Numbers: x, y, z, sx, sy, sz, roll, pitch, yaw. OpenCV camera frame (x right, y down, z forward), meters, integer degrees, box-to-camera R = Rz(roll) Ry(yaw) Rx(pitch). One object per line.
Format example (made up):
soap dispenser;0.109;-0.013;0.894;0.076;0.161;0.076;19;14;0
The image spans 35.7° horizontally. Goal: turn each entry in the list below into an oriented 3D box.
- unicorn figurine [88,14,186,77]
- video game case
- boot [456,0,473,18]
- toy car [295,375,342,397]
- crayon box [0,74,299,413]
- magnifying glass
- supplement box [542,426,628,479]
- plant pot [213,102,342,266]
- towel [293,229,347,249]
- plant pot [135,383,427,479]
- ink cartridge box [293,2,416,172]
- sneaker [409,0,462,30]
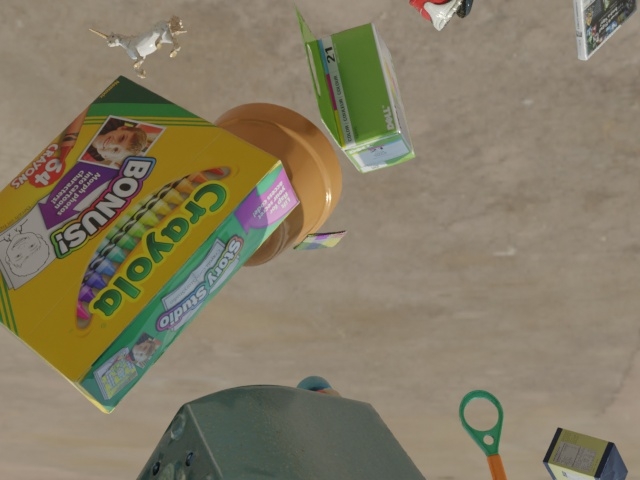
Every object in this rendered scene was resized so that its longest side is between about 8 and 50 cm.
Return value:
unicorn figurine;-0.301;-0.333;1.685;0.161;0.111;0.060;-20;139;1
video game case;0.496;-0.436;1.732;0.022;0.190;0.173;19;140;39
boot;0.346;-0.562;2.203;0.099;0.045;0.121;-31;141;-22
toy car;-0.061;0.377;1.732;0.237;0.210;0.219;-10;-159;-13
crayon box;-0.263;-0.011;1.273;0.313;0.363;0.106;29;159;33
magnifying glass;0.345;0.415;2.022;0.092;0.231;0.026;-10;154;-5
supplement box;0.358;0.305;1.340;0.083;0.056;0.083;11;147;39
plant pot;-0.124;-0.086;1.866;0.290;0.203;0.291;9;124;14
towel;0.000;0.000;1.697;0.083;0.009;0.060;-7;159;-29
plant pot;-0.057;0.294;1.035;0.252;0.247;0.248;26;-168;-32
ink cartridge box;0.055;-0.229;1.468;0.097;0.189;0.255;-15;164;12
sneaker;0.224;-0.538;1.999;0.118;0.279;0.107;29;125;-18
